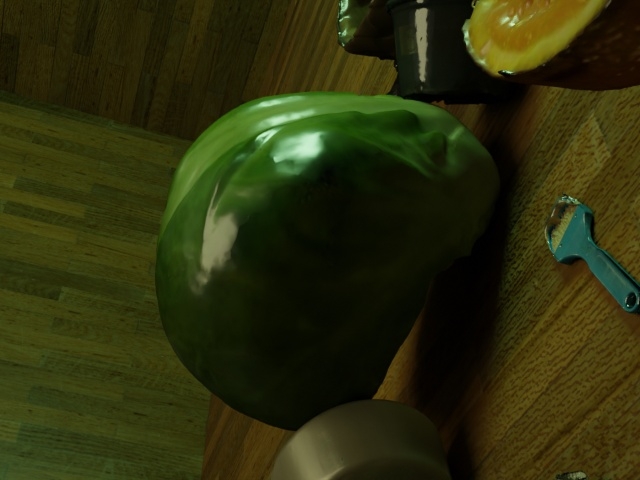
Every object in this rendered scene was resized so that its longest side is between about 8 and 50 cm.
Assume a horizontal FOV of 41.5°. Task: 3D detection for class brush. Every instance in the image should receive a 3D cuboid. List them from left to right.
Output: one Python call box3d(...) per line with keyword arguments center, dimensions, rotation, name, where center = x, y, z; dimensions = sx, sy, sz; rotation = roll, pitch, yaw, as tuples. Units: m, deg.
box3d(center=(0.214, 0.012, 0.662), dimensions=(0.164, 0.014, 0.051), rotation=(-107, 32, -64), name="brush")

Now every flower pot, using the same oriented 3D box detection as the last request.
box3d(center=(0.144, -0.200, 0.904), dimensions=(0.157, 0.157, 0.107), rotation=(-166, 79, -77), name="flower pot")

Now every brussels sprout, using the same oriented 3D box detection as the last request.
box3d(center=(0.000, 0.000, 0.860), dimensions=(0.371, 0.315, 0.276), rotation=(-49, 17, -11), name="brussels sprout")

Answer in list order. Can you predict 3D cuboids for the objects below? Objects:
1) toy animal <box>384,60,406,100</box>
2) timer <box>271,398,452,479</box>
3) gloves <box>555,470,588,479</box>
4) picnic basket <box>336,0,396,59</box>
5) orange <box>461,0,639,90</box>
box3d(center=(0.092, -0.163, 1.213), dimensions=(0.148, 0.084, 0.233), rotation=(134, 151, -63), name="toy animal")
box3d(center=(0.065, 0.284, 0.718), dimensions=(0.266, 0.175, 0.175), rotation=(-116, 41, -59), name="timer")
box3d(center=(0.177, 0.189, 0.576), dimensions=(0.044, 0.037, 0.081), rotation=(21, -109, -77), name="gloves")
box3d(center=(0.056, -0.420, 1.113), dimensions=(0.293, 0.337, 0.337), rotation=(-101, 28, -59), name="picnic basket")
box3d(center=(0.193, -0.236, 0.505), dimensions=(0.310, 0.274, 0.274), rotation=(-44, -3, -28), name="orange")
